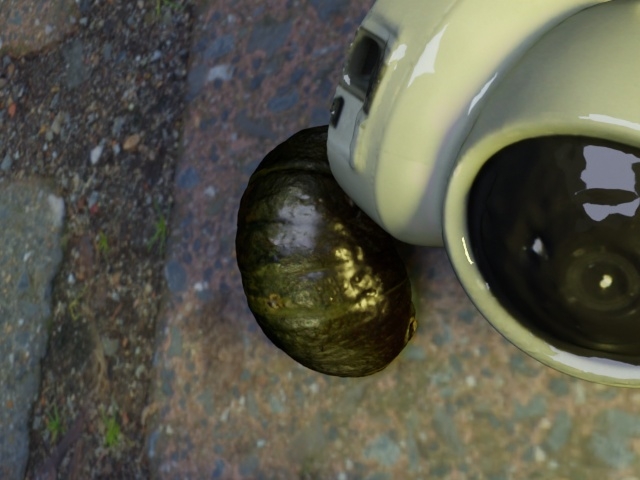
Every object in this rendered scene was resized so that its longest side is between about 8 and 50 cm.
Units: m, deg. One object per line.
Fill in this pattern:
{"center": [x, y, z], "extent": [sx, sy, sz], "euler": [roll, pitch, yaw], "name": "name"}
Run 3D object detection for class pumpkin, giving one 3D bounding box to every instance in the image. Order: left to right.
{"center": [0.000, 0.000, 0.561], "extent": [0.119, 0.108, 0.183], "euler": [-7, 77, 29], "name": "pumpkin"}

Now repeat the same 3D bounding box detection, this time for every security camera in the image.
{"center": [0.142, -0.037, 0.419], "extent": [0.236, 0.195, 0.194], "euler": [41, 104, 30], "name": "security camera"}
